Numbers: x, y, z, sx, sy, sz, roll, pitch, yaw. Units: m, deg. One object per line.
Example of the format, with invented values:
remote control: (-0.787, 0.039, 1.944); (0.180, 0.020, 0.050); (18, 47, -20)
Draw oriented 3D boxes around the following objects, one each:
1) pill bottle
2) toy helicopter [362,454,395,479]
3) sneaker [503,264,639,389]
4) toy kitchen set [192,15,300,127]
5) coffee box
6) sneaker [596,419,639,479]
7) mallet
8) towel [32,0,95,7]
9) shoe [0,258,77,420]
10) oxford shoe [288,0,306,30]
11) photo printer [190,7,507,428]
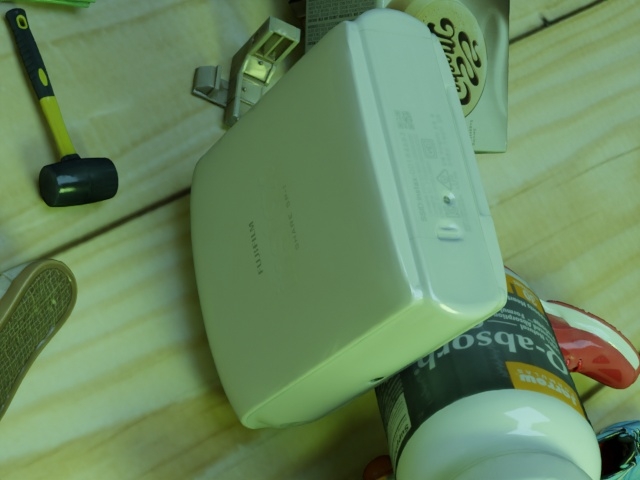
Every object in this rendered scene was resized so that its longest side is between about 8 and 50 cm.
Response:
pill bottle: (0.131, 0.150, 1.180); (0.162, 0.162, 0.278); (28, 24, -22)
toy helicopter: (0.061, 0.251, 1.211); (0.355, 0.140, 0.235); (22, 33, -39)
sneaker: (0.199, 0.118, 1.430); (0.221, 0.087, 0.128); (28, 62, -7)
toy kitchen set: (-0.069, -0.156, 1.364); (0.068, 0.075, 0.083); (21, 53, -24)
coffee box: (0.084, -0.233, 1.414); (0.168, 0.119, 0.297); (1, 91, -37)
sneaker: (0.292, 0.211, 1.441); (0.162, 0.073, 0.063); (-16, 78, -39)
mallet: (-0.237, -0.112, 1.255); (0.062, 0.039, 0.189); (-20, 76, -38)
towel: (-0.261, -0.279, 1.321); (0.113, 0.023, 0.152); (0, 70, -23)
shoe: (-0.267, 0.097, 1.120); (0.219, 0.058, 0.076); (-53, 133, -35)
oxford shoe: (0.056, -0.251, 1.514); (0.212, 0.076, 0.076); (-36, 109, -34)
photo printer: (0.000, 0.000, 1.183); (0.107, 0.307, 0.256); (2, 65, -34)
